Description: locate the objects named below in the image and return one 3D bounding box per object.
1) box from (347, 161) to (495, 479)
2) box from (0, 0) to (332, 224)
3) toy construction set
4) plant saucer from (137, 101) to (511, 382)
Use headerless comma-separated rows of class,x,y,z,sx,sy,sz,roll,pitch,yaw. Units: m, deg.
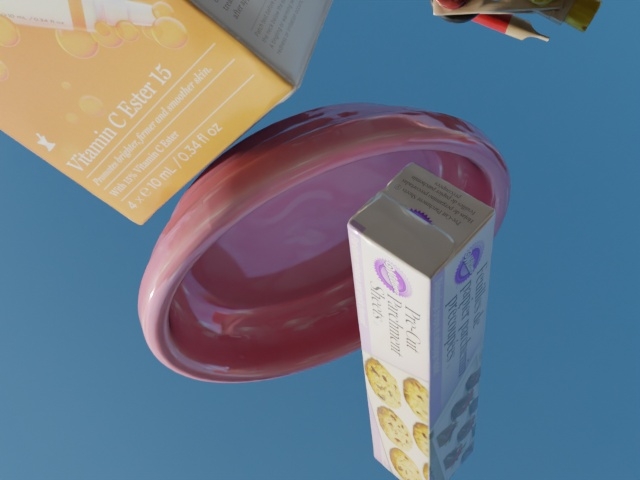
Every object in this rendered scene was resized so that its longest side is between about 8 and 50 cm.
box,0.071,0.084,0.614,0.067,0.324,0.063,34,-117,27
box,-0.189,-0.208,0.634,0.345,0.215,0.168,37,-136,-20
toy construction set,0.251,-0.285,0.874,0.237,0.309,0.258,24,-102,4
plant saucer,0.000,0.000,0.751,0.332,0.332,0.084,-23,-120,-6
